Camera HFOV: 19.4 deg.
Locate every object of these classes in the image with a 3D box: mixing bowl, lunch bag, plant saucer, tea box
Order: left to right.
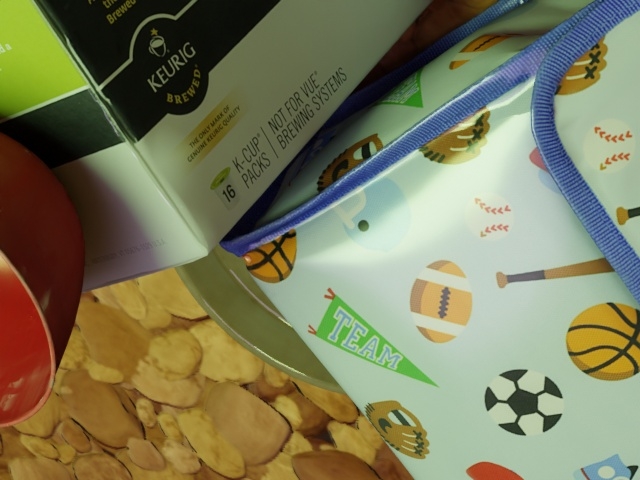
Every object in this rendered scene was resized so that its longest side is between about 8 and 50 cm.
[{"bbox_3d":[-0.196,0.002,1.008,0.181,0.098,0.181,18,136,19],"label":"mixing bowl"},{"bbox_3d":[-0.140,-0.187,1.126,0.220,0.329,0.324,-14,115,41],"label":"tea box"},{"bbox_3d":[0.000,0.000,1.403,0.277,0.041,0.278,18,134,20],"label":"plant saucer"},{"bbox_3d":[0.190,0.002,1.142,0.385,0.239,0.328,-29,106,28],"label":"lunch bag"}]
